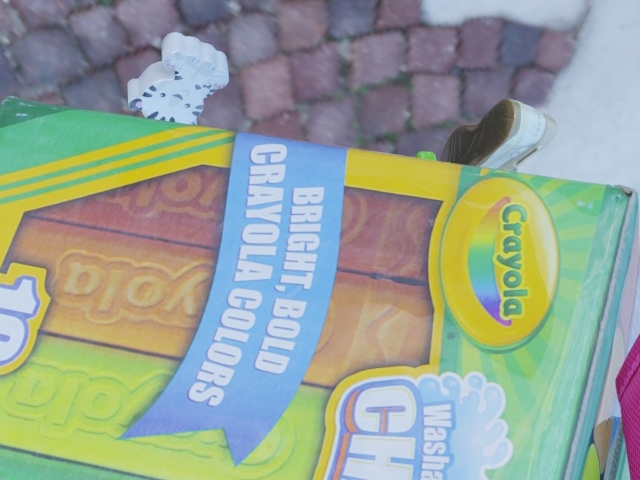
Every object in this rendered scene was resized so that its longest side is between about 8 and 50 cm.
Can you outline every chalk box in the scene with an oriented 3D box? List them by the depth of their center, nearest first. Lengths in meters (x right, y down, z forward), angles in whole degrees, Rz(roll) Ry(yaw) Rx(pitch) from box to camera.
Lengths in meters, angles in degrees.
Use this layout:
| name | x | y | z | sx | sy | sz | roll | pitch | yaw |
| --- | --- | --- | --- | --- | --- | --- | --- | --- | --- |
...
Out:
| name | x | y | z | sx | sy | sz | roll | pitch | yaw |
| --- | --- | --- | --- | --- | --- | --- | --- | --- | --- |
| chalk box | 0.016 | 0.087 | 0.581 | 0.179 | 0.289 | 0.180 | 69 | 33 | -57 |

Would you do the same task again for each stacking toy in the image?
| name | x | y | z | sx | sy | sz | roll | pitch | yaw |
| --- | --- | --- | --- | --- | --- | --- | --- | --- | --- |
| stacking toy | 0.000 | 0.000 | 0.862 | 0.221 | 0.167 | 0.052 | 23 | 128 | -26 |

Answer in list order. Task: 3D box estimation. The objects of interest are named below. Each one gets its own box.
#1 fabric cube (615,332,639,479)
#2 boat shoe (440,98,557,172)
| name | x | y | z | sx | sy | sz | roll | pitch | yaw |
| --- | --- | --- | --- | --- | --- | --- | --- | --- | --- |
| fabric cube | 0.216 | 0.091 | 0.286 | 0.254 | 0.258 | 0.259 | 5 | 149 | -7 |
| boat shoe | 0.130 | -0.065 | 1.265 | 0.045 | 0.135 | 0.050 | 11 | 75 | -18 |
